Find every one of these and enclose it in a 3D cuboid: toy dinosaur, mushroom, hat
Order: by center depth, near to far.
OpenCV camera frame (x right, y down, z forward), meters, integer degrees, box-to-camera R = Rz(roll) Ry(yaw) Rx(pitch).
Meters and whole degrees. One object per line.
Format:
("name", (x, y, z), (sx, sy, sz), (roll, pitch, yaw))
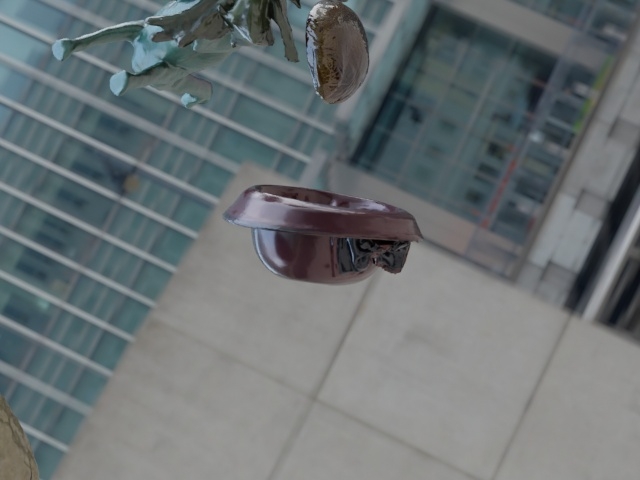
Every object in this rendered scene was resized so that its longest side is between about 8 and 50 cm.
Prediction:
("hat", (0.000, 0.000, 1.483), (0.205, 0.206, 0.089), (-19, -62, -77))
("mushroom", (0.020, -0.211, 1.662), (0.123, 0.052, 0.123), (-7, -90, -67))
("toy dinosaur", (-0.121, -0.255, 1.823), (0.383, 0.129, 0.331), (-26, -11, 32))

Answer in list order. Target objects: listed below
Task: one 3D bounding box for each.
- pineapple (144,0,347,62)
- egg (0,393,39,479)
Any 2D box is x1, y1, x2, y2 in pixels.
("pineapple", (-0.014, -0.286, 1.232), (0.340, 0.169, 0.169), (-53, -11, -10))
("egg", (-0.387, 0.232, 1.342), (0.279, 0.279, 0.310), (92, 171, -68))
